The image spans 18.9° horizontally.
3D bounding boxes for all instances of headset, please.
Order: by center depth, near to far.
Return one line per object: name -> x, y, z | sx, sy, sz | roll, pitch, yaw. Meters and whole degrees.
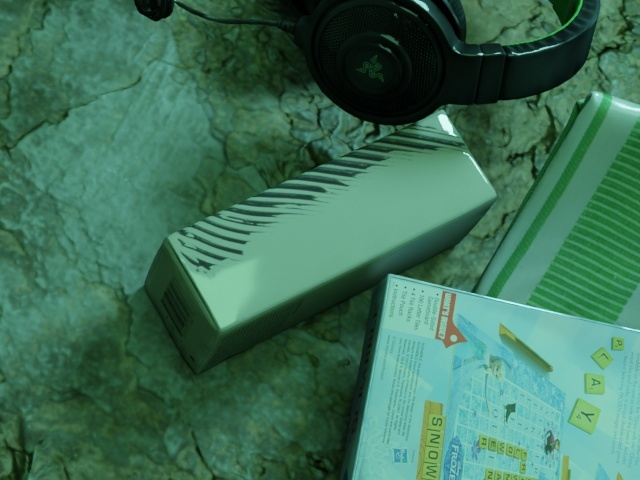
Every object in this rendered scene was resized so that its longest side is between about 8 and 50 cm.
headset -> 0.042, -0.223, 1.596 | 0.394, 0.185, 0.243 | -3, 39, -12

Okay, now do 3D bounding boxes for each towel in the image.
towel -> 0.314, 0.035, 1.607 | 0.325, 0.248, 0.038 | 25, 23, -6

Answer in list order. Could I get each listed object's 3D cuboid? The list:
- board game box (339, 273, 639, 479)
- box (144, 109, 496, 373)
board game box -> 0.172, 0.215, 1.529 | 0.318, 0.066, 0.319 | 13, 75, -7
box -> 0.000, 0.000, 1.578 | 0.275, 0.113, 0.094 | -26, 77, -25
